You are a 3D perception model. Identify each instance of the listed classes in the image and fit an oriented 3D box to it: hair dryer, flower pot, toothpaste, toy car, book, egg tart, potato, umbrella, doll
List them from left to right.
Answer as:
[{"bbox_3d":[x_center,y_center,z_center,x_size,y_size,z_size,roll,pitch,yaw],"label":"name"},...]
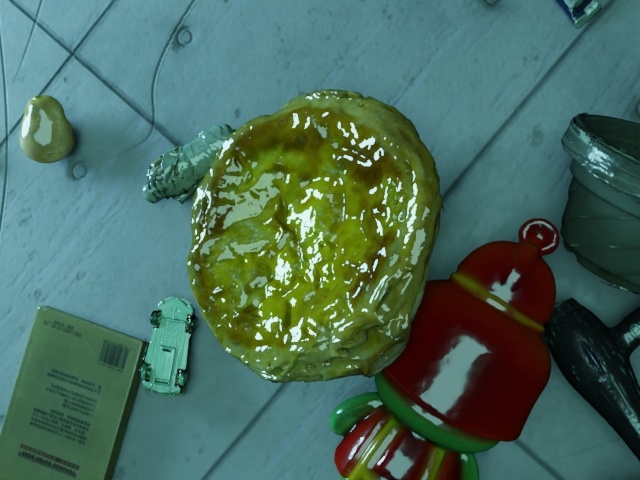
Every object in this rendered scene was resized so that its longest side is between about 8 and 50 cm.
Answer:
[{"bbox_3d":[-0.354,-0.143,0.966,0.068,0.062,0.083,-9,116,-16],"label":"potato"},{"bbox_3d":[-0.321,0.216,0.959,0.161,0.026,0.231,17,90,12],"label":"book"},{"bbox_3d":[-0.187,0.132,0.934,0.059,0.035,0.122,7,80,11],"label":"toy car"},{"bbox_3d":[-0.162,-0.093,0.933,0.143,0.062,0.067,-34,112,6],"label":"umbrella"},{"bbox_3d":[-0.003,-0.001,0.831,0.341,0.129,0.341,-10,70,30],"label":"egg tart"},{"bbox_3d":[0.148,0.134,0.808,0.182,0.160,0.363,31,93,14],"label":"doll"},{"bbox_3d":[0.271,-0.312,0.880,0.037,0.021,0.140,-41,83,8],"label":"toothpaste"},{"bbox_3d":[0.341,-0.028,0.770,0.235,0.235,0.141,22,113,11],"label":"flower pot"},{"bbox_3d":[0.372,0.111,0.805,0.219,0.075,0.196,-34,73,8],"label":"hair dryer"}]
